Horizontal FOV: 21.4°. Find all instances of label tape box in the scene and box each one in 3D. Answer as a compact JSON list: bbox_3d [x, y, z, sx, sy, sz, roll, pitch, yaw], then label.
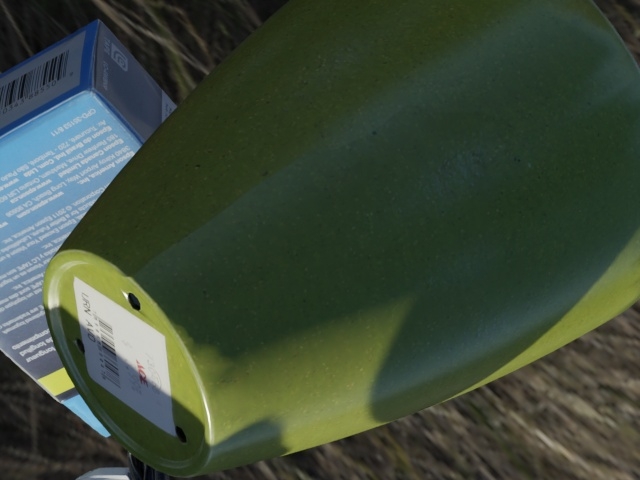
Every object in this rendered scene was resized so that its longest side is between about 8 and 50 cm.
[{"bbox_3d":[-0.198,0.002,1.520,0.249,0.115,0.348,-27,131,18],"label":"label tape box"}]

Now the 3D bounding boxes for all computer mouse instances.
[{"bbox_3d":[-0.183,0.235,1.483,0.042,0.193,0.106,-5,81,-31],"label":"computer mouse"}]

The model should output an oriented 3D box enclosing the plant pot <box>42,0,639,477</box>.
[{"bbox_3d":[0.000,0.000,0.954,0.293,0.274,0.275,-33,125,-33],"label":"plant pot"}]
